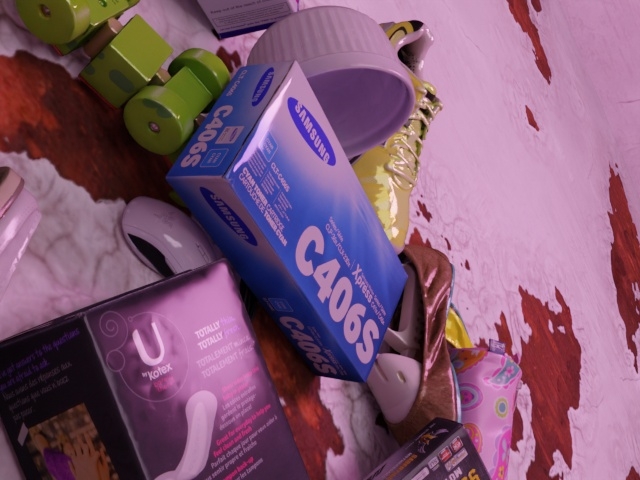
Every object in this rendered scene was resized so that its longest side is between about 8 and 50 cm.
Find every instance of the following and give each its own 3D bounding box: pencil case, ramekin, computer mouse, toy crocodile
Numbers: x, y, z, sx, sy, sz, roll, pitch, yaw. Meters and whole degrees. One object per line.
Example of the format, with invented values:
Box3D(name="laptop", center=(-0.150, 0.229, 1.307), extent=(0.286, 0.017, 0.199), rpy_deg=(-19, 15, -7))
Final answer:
Box3D(name="pencil case", center=(0.213, 0.285, 0.972), extent=(0.124, 0.124, 0.284), rpy_deg=(30, 61, -43))
Box3D(name="ramekin", center=(0.004, -0.192, 0.876), extent=(0.207, 0.207, 0.109), rpy_deg=(16, 53, -49))
Box3D(name="computer mouse", center=(-0.125, 0.029, 0.733), extent=(0.193, 0.042, 0.106), rpy_deg=(49, 42, -28))
Box3D(name="toy crocodile", center=(-0.198, -0.182, 0.696), extent=(0.340, 0.105, 0.115), rpy_deg=(50, 41, -20))

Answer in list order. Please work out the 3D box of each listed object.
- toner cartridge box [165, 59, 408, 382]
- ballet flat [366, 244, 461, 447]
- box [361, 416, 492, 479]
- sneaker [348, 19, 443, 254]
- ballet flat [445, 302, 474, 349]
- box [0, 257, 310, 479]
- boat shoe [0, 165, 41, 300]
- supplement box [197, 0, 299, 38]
Box3D(name="toner cartridge box", center=(-0.014, -0.005, 0.778), extent=(0.348, 0.075, 0.165), rpy_deg=(58, 45, -41))
Box3D(name="ballet flat", center=(0.118, 0.143, 0.964), extent=(0.124, 0.116, 0.342), rpy_deg=(24, 54, -22))
Box3D(name="box", center=(0.105, 0.343, 0.798), extent=(0.231, 0.056, 0.183), rpy_deg=(-32, 101, -24))
Box3D(name="sneaker", center=(0.095, -0.164, 1.026), extent=(0.145, 0.147, 0.385), rpy_deg=(24, 57, -48))
Box3D(name="ballet flat", center=(0.218, 0.197, 1.102), extent=(0.077, 0.077, 0.231), rpy_deg=(-43, 108, -30))
Box3D(name="box", center=(-0.126, 0.174, 0.577), extent=(0.165, 0.143, 0.270), rpy_deg=(-22, 92, -57))
Box3D(name="boat shoe", center=(-0.268, 0.091, 0.451), extent=(0.103, 0.113, 0.302), rpy_deg=(48, 58, -36))
Box3D(name="supplement box", center=(-0.108, -0.355, 0.812), extent=(0.220, 0.113, 0.111), rpy_deg=(52, 35, -57))
